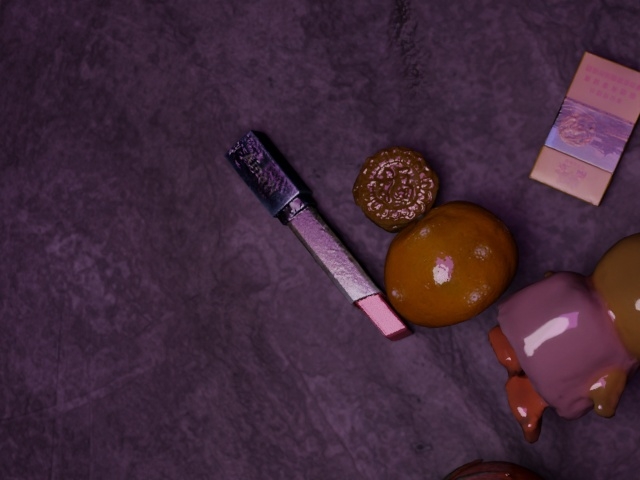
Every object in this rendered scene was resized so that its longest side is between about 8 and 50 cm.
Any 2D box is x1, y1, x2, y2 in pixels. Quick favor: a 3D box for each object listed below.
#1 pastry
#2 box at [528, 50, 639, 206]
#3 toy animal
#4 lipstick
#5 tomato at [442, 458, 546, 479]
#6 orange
[{"bbox_3d":[0.090,-0.059,1.302,0.109,0.057,0.097,-9,81,17],"label":"pastry"},{"bbox_3d":[0.305,-0.125,1.244,0.087,0.023,0.155,25,98,15],"label":"box"},{"bbox_3d":[0.311,0.082,1.169,0.281,0.169,0.195,-24,47,15],"label":"toy animal"},{"bbox_3d":[0.000,0.000,1.333,0.051,0.051,0.312,-41,78,13],"label":"lipstick"},{"bbox_3d":[0.172,0.372,1.161,0.265,0.265,0.265,0,90,19],"label":"tomato"},{"bbox_3d":[0.141,0.024,1.229,0.156,0.156,0.124,-24,103,17],"label":"orange"}]
